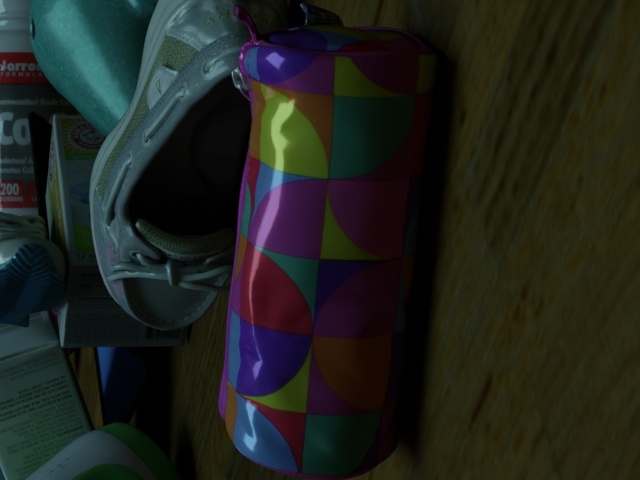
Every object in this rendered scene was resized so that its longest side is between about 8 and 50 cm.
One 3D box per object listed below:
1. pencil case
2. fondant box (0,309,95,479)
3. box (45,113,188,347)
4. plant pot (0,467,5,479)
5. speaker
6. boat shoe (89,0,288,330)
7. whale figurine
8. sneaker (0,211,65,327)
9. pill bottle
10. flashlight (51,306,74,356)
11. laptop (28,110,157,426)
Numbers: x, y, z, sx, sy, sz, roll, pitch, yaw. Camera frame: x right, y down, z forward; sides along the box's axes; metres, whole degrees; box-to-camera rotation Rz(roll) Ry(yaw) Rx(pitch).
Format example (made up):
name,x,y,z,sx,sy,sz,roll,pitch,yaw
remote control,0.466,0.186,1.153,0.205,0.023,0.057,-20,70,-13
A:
name,x,y,z,sx,sy,sz,roll,pitch,yaw
pencil case,0.000,0.000,0.848,0.104,0.104,0.236,-130,41,-67
fondant box,-0.263,0.219,1.669,0.238,0.096,0.330,-132,25,-68
box,-0.182,-0.011,1.504,0.203,0.114,0.103,-104,20,-44
plant pot,-0.362,0.381,2.041,0.293,0.196,0.293,180,90,-76
speaker,-0.254,0.282,1.428,0.131,0.296,0.131,33,144,29
boat shoe,-0.089,-0.040,1.155,0.320,0.118,0.103,114,157,-43
whale figurine,-0.159,-0.139,1.353,0.216,0.141,0.272,106,157,-47
sneaker,-0.271,0.017,1.453,0.229,0.087,0.092,156,121,-68
pill bottle,-0.339,-0.164,1.992,0.161,0.161,0.283,-170,79,-75
flashlight,-0.360,0.094,2.200,0.304,0.103,0.103,121,146,-65
laptop,-0.251,0.047,1.704,0.264,0.136,0.234,44,-156,-45
